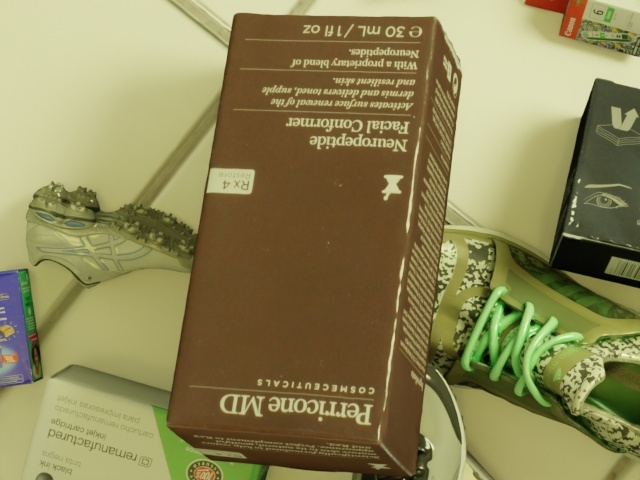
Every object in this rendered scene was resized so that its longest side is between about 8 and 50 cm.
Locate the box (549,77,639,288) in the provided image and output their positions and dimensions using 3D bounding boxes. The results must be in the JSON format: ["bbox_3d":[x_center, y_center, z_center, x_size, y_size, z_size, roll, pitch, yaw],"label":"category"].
[{"bbox_3d":[0.298,-0.042,1.710,0.156,0.093,0.158,14,70,3],"label":"box"}]

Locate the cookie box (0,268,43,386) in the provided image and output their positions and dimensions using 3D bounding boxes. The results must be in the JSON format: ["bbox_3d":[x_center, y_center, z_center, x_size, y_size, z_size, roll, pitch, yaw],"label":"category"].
[{"bbox_3d":[-0.315,0.084,1.809,0.092,0.040,0.107,-7,93,5],"label":"cookie box"}]

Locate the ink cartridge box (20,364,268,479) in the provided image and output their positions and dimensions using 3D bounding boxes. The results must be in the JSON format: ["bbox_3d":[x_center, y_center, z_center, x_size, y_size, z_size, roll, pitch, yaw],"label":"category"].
[{"bbox_3d":[-0.178,0.283,1.768,0.211,0.121,0.289,15,94,2],"label":"ink cartridge box"}]

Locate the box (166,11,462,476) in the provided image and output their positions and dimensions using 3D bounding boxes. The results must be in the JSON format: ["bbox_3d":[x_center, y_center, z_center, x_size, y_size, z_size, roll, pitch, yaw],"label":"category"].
[{"bbox_3d":[0.000,0.000,1.661,0.191,0.143,0.381,2,73,16],"label":"box"}]

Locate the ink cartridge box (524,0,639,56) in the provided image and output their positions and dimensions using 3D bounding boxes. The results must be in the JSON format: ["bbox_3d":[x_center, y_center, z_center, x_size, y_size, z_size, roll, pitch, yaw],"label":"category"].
[{"bbox_3d":[0.243,-0.208,1.744,0.115,0.063,0.029,15,58,3],"label":"ink cartridge box"}]

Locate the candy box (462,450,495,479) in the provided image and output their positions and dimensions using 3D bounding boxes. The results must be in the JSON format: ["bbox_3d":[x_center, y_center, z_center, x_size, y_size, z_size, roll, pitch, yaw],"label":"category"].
[{"bbox_3d":[0.106,0.307,1.776,0.196,0.070,0.165,-42,89,5],"label":"candy box"}]

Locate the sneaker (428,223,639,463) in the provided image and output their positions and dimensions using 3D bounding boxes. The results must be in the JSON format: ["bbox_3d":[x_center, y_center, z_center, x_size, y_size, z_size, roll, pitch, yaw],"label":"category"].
[{"bbox_3d":[0.206,0.095,1.703,0.410,0.182,0.158,19,94,3],"label":"sneaker"}]

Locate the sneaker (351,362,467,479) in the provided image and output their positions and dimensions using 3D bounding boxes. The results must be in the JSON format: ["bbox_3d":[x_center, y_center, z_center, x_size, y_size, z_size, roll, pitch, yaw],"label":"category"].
[{"bbox_3d":[0.069,0.238,1.688,0.100,0.108,0.271,7,90,8],"label":"sneaker"}]

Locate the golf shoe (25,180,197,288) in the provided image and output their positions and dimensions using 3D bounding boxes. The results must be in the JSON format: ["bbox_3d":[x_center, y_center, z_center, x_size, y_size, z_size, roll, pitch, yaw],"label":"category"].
[{"bbox_3d":[-0.190,0.009,1.796,0.176,0.069,0.086,18,114,6],"label":"golf shoe"}]
